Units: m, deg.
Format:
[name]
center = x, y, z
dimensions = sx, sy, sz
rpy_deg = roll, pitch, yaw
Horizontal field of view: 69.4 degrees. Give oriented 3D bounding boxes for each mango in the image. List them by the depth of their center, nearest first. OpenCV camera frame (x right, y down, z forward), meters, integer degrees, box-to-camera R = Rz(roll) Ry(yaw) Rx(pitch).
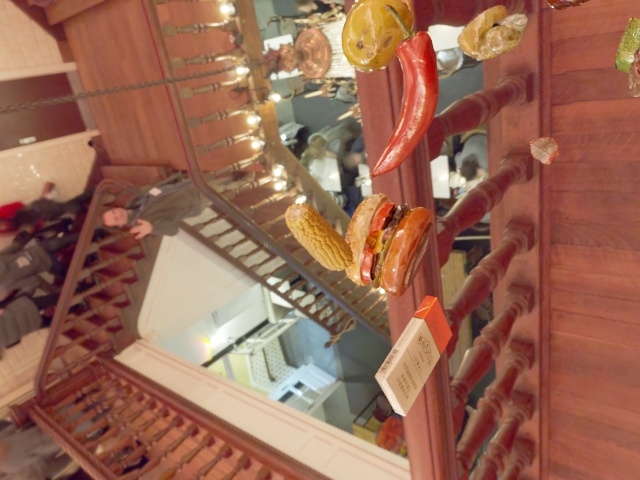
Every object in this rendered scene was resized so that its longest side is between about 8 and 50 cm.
[mango]
center = 0.175, -0.648, 1.435
dimensions = 0.182, 0.365, 0.253
rpy_deg = 35, 107, -3

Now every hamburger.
[hamburger]
center = 0.221, 0.015, 1.560
dimensions = 0.250, 0.330, 0.330
rpy_deg = 23, 128, 18

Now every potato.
[potato]
center = 0.626, -0.755, 1.726
dimensions = 0.202, 0.182, 0.117
rpy_deg = -33, 66, 33

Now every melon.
[melon]
center = 0.988, -0.546, 1.358
dimensions = 0.169, 0.265, 0.129
rpy_deg = 36, 117, 36

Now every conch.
[conch]
center = 0.624, -0.690, 1.571
dimensions = 0.116, 0.173, 0.106
rpy_deg = 44, 179, 35

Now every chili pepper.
[chili pepper]
center = 0.192, -0.311, 1.018
dimensions = 0.137, 0.092, 0.369
rpy_deg = 0, 112, -5

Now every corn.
[corn]
center = 0.000, 0.000, 1.258
dimensions = 0.101, 0.102, 0.310
rpy_deg = 12, 161, 37

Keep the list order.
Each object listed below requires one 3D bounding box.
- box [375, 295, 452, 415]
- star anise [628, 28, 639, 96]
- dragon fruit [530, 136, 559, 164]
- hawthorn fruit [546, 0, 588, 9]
[box]
center = 0.219, 0.259, 1.054
dimensions = 0.035, 0.245, 0.139
rpy_deg = 5, 135, 44
[star anise]
center = 0.851, -0.510, 1.133
dimensions = 0.108, 0.315, 0.315
rpy_deg = 20, 126, 31
[dragon fruit]
center = 0.688, -0.277, 1.410
dimensions = 0.083, 0.060, 0.056
rpy_deg = 47, 171, 39
[hawthorn fruit]
center = 0.754, -0.798, 1.385
dimensions = 0.169, 0.169, 0.188
rpy_deg = -3, 107, 43
